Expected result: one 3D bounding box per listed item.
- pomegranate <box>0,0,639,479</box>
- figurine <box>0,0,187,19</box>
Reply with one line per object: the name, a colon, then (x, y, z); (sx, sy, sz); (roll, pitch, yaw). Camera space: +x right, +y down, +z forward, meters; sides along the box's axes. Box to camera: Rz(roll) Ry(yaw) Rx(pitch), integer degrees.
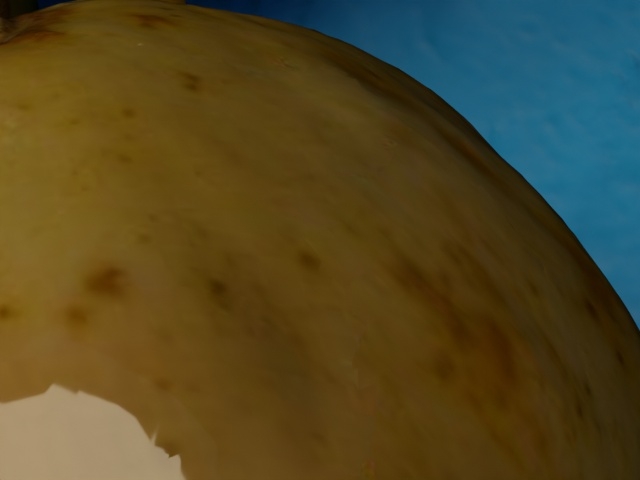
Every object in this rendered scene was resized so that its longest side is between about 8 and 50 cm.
pomegranate: (-0.063, 0.129, 0.515); (0.410, 0.410, 0.410); (0, 69, -1)
figurine: (-0.139, -0.194, 0.679); (0.387, 0.268, 0.401); (-8, 28, 9)
